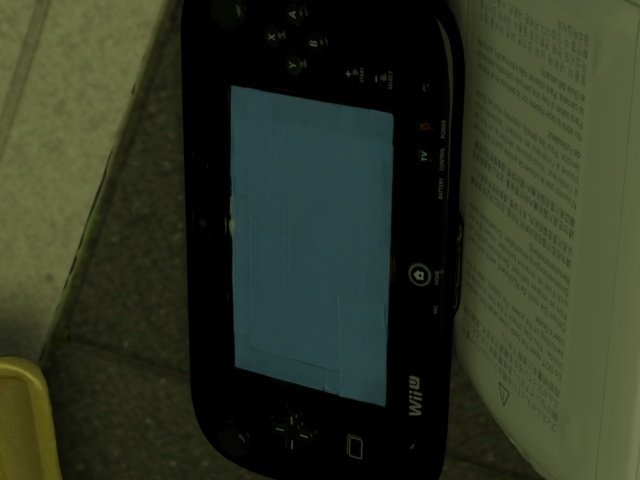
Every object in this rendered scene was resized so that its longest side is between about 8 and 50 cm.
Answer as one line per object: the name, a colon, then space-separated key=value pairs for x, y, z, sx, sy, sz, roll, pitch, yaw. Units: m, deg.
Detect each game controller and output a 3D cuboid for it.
game controller: x=0.000 y=0.000 z=0.874 sx=0.166 sy=0.067 sz=0.319 roll=17 pitch=119 yaw=33

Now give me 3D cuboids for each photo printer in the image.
photo printer: x=0.147 y=-0.013 z=0.799 sx=0.107 sy=0.256 sz=0.307 roll=-7 pitch=115 yaw=-17

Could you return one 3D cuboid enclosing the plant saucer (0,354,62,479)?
plant saucer: x=-0.310 y=0.212 z=0.976 sx=0.333 sy=0.081 sz=0.332 roll=-4 pitch=114 yaw=0
